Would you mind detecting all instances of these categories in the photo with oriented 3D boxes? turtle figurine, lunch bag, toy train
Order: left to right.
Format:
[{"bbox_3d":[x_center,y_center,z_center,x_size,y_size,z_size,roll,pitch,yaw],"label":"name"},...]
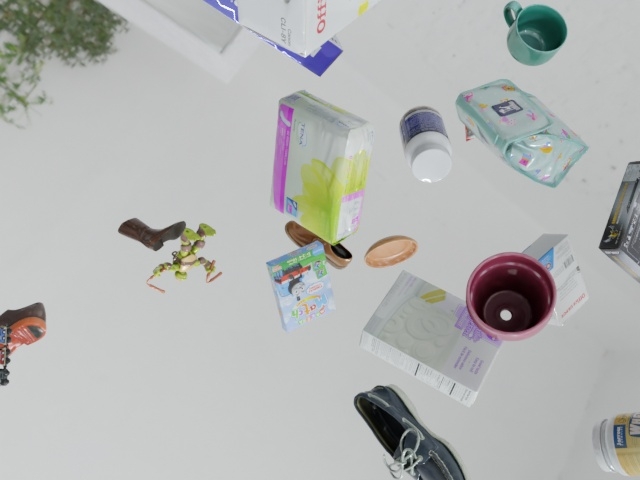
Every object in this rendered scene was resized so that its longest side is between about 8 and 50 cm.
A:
[{"bbox_3d":[-0.805,0.289,1.756,0.027,0.036,0.158,2,-91,46],"label":"toy train"},{"bbox_3d":[-0.392,0.049,2.106,0.269,0.087,0.217,-3,133,-41],"label":"turtle figurine"},{"bbox_3d":[0.462,-0.260,1.637,0.160,0.262,0.223,-56,-137,28],"label":"lunch bag"}]

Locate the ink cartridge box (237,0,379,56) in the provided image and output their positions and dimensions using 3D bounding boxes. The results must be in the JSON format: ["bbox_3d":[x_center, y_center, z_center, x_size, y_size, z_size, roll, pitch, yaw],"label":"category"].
[{"bbox_3d":[0.029,-0.544,1.198,0.385,0.160,0.279,-45,154,-32],"label":"ink cartridge box"}]

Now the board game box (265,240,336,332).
[{"bbox_3d":[-0.049,0.126,1.884,0.160,0.211,0.039,-23,-150,-21],"label":"board game box"}]

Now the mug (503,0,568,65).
[{"bbox_3d":[0.518,-0.504,1.692,0.097,0.129,0.158,108,-26,-75],"label":"mug"}]

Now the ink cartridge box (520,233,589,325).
[{"bbox_3d":[0.622,0.104,1.865,0.148,0.203,0.086,-34,-159,-28],"label":"ink cartridge box"}]

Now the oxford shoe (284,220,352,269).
[{"bbox_3d":[0.000,0.000,1.940,0.076,0.212,0.076,-64,-171,-27],"label":"oxford shoe"}]

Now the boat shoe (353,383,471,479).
[{"bbox_3d":[0.141,0.323,1.089,0.254,0.079,0.095,52,-47,42],"label":"boat shoe"}]

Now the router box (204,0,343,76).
[{"bbox_3d":[-0.129,-0.535,1.490,0.082,0.335,0.301,-44,-137,25],"label":"router box"}]

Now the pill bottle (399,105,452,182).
[{"bbox_3d":[0.341,-0.310,2.238,0.153,0.153,0.265,-47,-154,29],"label":"pill bottle"}]

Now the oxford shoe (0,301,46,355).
[{"bbox_3d":[-0.853,0.249,1.869,0.271,0.097,0.098,-21,-134,7],"label":"oxford shoe"}]

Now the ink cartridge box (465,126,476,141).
[{"bbox_3d":[0.526,-0.388,2.419,0.115,0.029,0.063,158,-69,-68],"label":"ink cartridge box"}]

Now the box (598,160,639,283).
[{"bbox_3d":[0.746,-0.040,1.601,0.056,0.183,0.231,3,-115,57],"label":"box"}]

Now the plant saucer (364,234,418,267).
[{"bbox_3d":[0.249,0.036,2.474,0.200,0.200,0.037,-44,-128,42],"label":"plant saucer"}]

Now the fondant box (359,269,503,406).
[{"bbox_3d":[0.305,0.253,1.850,0.238,0.330,0.096,-52,161,-34],"label":"fondant box"}]

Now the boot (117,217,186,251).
[{"bbox_3d":[-0.361,-0.029,1.483,0.106,0.114,0.037,-38,140,-41],"label":"boot"}]

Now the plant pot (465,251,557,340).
[{"bbox_3d":[0.444,0.150,1.637,0.201,0.201,0.180,-55,158,-12],"label":"plant pot"}]

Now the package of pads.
[{"bbox_3d":[0.000,-0.161,1.570,0.101,0.229,0.296,-26,135,-40],"label":"package of pads"}]

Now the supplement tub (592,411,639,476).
[{"bbox_3d":[0.757,0.473,1.619,0.199,0.144,0.144,-19,-149,40],"label":"supplement tub"}]
